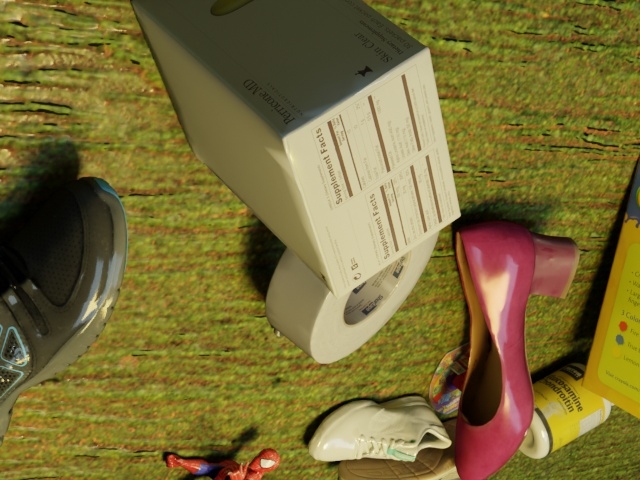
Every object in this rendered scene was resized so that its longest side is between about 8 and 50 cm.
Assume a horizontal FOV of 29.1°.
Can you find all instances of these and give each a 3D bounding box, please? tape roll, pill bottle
[{"bbox_3d":[0.038,0.031,1.383,0.219,0.072,0.219,-42,155,-24],"label":"tape roll"},{"bbox_3d":[0.375,0.249,1.881,0.184,0.103,0.103,-25,136,-24],"label":"pill bottle"}]

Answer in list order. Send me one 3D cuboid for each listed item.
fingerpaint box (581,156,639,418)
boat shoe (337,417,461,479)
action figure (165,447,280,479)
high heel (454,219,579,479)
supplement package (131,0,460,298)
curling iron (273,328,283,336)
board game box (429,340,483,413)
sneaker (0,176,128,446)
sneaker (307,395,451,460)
[{"bbox_3d":[0.606,0.117,1.652,0.163,0.445,0.371,-6,114,-38],"label":"fingerpaint box"},{"bbox_3d":[0.137,0.328,1.748,0.285,0.103,0.092,-11,125,-42],"label":"boat shoe"},{"bbox_3d":[-0.173,0.319,1.478,0.280,0.091,0.139,-33,141,-13],"label":"action figure"},{"bbox_3d":[0.199,0.149,1.624,0.181,0.127,0.377,8,105,-28],"label":"high heel"},{"bbox_3d":[-0.022,-0.118,1.102,0.145,0.262,0.204,-34,139,-14],"label":"supplement package"},{"bbox_3d":[0.000,0.000,1.399,0.068,0.035,0.274,-1,123,-40],"label":"curling iron"},{"bbox_3d":[0.232,0.193,1.765,0.169,0.033,0.133,-24,136,-23],"label":"board game box"},{"bbox_3d":[-0.305,0.080,1.136,0.140,0.125,0.341,25,104,-48],"label":"sneaker"},{"bbox_3d":[0.086,0.266,1.653,0.212,0.094,0.080,-9,129,-36],"label":"sneaker"}]
